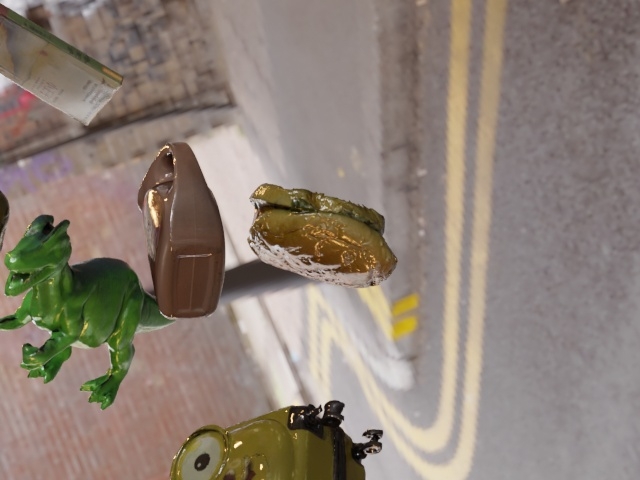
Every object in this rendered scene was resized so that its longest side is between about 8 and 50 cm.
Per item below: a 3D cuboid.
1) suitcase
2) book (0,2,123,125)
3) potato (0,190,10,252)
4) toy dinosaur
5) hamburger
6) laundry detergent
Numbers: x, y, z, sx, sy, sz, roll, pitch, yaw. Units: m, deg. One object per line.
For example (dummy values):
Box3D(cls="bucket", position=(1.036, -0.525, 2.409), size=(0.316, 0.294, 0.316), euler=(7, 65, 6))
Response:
Box3D(cls="suitcase", position=(-0.061, 0.276, 1.350), size=(0.143, 0.234, 0.194), euler=(40, -140, -38))
Box3D(cls="book", position=(-0.460, -0.292, 2.086), size=(0.289, 0.026, 0.201), euler=(31, 155, -15))
Box3D(cls="potato", position=(-0.505, -0.001, 1.817), size=(0.200, 0.137, 0.155), euler=(-48, 37, 47))
Box3D(cls="toy dinosaur", position=(-0.292, 0.034, 1.925), size=(0.144, 0.500, 0.375), euler=(27, 132, 19))
Box3D(cls="hamburger", position=(-0.001, 0.000, 2.404), size=(0.265, 0.284, 0.134), euler=(151, 133, -79))
Box3D(cls="laundry detergent", position=(-0.162, -0.041, 1.518), size=(0.237, 0.076, 0.171), euler=(-111, 24, -50))
